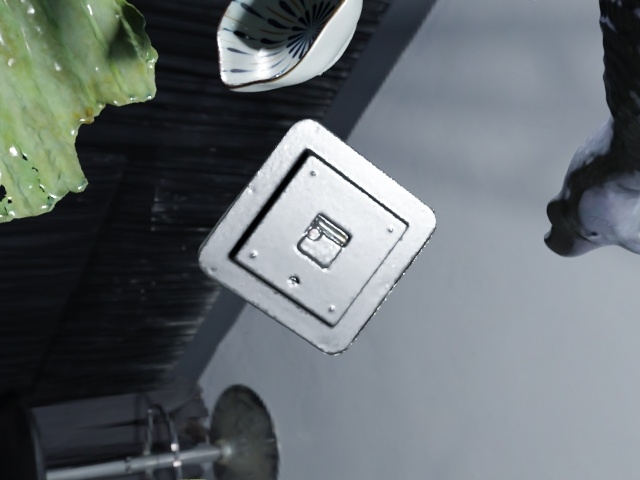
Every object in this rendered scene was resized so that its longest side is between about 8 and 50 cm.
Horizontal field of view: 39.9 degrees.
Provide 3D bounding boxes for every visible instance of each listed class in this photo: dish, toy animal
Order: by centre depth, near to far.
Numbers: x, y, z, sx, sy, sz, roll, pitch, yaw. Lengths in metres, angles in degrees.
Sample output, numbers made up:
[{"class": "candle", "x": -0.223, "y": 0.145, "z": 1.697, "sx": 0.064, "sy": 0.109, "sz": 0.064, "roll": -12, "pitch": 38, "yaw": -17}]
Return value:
[{"class": "toy animal", "x": 0.170, "y": -0.115, "z": 0.361, "sx": 0.206, "sy": 0.081, "sz": 0.366, "roll": 39, "pitch": 139, "yaw": 51}, {"class": "dish", "x": -0.018, "y": -0.214, "z": 0.866, "sx": 0.191, "sy": 0.066, "sz": 0.190, "roll": -24, "pitch": 51, "yaw": 35}]

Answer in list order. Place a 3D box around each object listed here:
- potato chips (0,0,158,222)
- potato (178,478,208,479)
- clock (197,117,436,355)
[{"class": "potato chips", "x": -0.404, "y": -0.233, "z": 1.049, "sx": 0.373, "sy": 0.389, "sz": 0.097, "roll": -54, "pitch": 30, "yaw": -16}, {"class": "potato", "x": -0.001, "y": 0.187, "z": 0.423, "sx": 0.272, "sy": 0.160, "sz": 0.111, "roll": 25, "pitch": 94, "yaw": 9}, {"class": "clock", "x": 0.000, "y": 0.000, "z": 1.285, "sx": 0.273, "sy": 0.279, "sz": 0.049, "roll": -54, "pitch": 18, "yaw": 3}]
